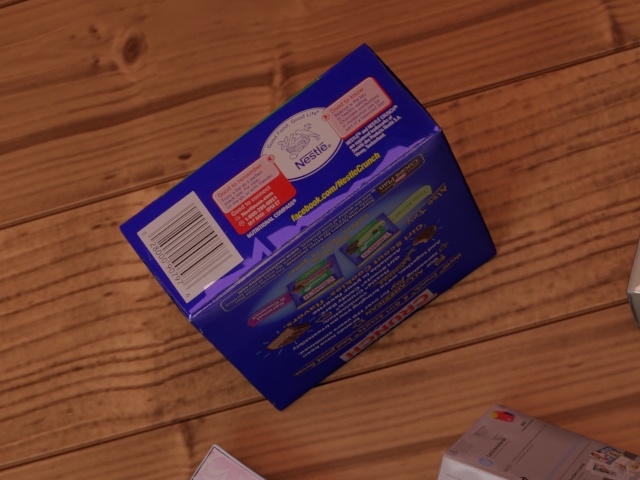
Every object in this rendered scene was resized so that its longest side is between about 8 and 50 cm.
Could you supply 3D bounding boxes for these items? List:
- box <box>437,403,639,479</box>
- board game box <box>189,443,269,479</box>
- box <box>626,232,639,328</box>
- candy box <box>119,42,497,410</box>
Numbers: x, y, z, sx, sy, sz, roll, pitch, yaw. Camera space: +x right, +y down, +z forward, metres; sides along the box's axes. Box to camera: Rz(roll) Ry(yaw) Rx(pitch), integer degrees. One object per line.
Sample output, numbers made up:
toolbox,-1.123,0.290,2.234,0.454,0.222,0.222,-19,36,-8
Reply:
box,0.213,0.211,1.734,0.186,0.145,0.038,20,111,18
board game box,-0.054,0.402,1.773,0.318,0.066,0.318,32,83,21
box,0.378,-0.028,1.781,0.148,0.127,0.232,12,75,18
candy box,0.000,0.000,1.763,0.268,0.317,0.122,-37,66,-1
